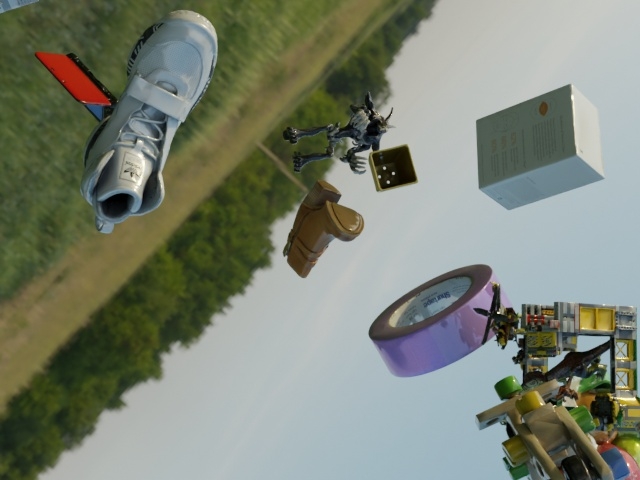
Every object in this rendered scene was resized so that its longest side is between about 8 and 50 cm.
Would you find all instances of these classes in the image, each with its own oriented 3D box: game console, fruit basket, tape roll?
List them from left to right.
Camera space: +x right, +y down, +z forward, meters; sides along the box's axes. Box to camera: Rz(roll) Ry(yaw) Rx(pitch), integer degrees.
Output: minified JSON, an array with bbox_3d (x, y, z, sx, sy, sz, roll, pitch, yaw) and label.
[{"bbox_3d":[-0.428,-0.256,1.852,0.085,0.144,0.124,-30,155,-32],"label":"game console"},{"bbox_3d":[0.233,0.154,2.066,0.275,0.090,0.275,-28,-169,6],"label":"tape roll"},{"bbox_3d":[0.574,0.440,2.158,0.165,0.327,0.353,-31,-165,31],"label":"fruit basket"}]

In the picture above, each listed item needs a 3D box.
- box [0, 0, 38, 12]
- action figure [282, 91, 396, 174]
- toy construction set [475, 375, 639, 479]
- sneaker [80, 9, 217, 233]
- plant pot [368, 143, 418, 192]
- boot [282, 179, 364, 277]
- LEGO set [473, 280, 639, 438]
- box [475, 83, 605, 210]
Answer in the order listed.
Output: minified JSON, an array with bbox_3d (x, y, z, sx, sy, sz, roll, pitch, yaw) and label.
[{"bbox_3d":[-0.537,-0.381,1.622,0.186,0.038,0.145,-19,173,-10],"label":"box"},{"bbox_3d":[0.065,-0.229,2.375,0.276,0.164,0.141,-18,-150,-17],"label":"action figure"},{"bbox_3d":[0.321,0.243,1.369,0.309,0.237,0.257,-35,145,21],"label":"toy construction set"},{"bbox_3d":[-0.271,-0.178,1.682,0.366,0.137,0.210,-52,-152,30],"label":"sneaker"},{"bbox_3d":[0.138,-0.137,2.105,0.082,0.081,0.083,-14,174,-9],"label":"plant pot"},{"bbox_3d":[0.000,0.000,1.792,0.152,0.073,0.197,-61,-158,16],"label":"boot"},{"bbox_3d":[0.372,0.207,1.771,0.331,0.192,0.254,7,-89,64],"label":"LEGO set"},{"bbox_3d":[0.336,-0.141,1.630,0.171,0.091,0.130,-18,-123,36],"label":"box"}]
